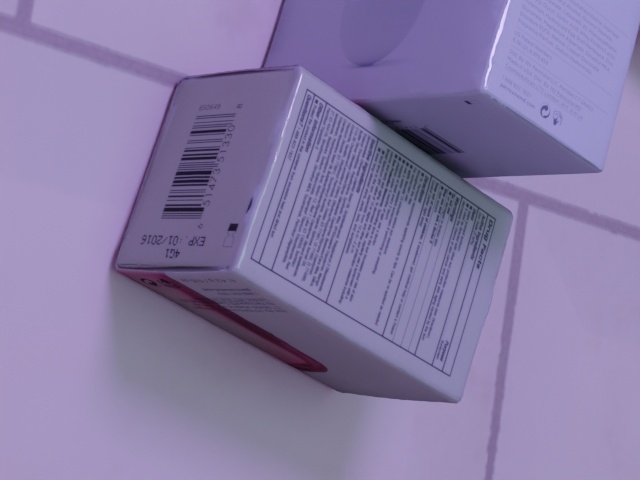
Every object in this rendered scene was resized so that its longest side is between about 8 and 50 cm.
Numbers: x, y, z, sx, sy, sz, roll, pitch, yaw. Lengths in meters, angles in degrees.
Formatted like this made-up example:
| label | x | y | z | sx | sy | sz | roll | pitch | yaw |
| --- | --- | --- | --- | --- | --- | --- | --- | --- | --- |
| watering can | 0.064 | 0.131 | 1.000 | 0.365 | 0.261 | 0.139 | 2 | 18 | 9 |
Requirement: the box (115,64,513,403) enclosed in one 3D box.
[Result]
| label | x | y | z | sx | sy | sz | roll | pitch | yaw |
| --- | --- | --- | --- | --- | --- | --- | --- | --- | --- |
| box | 0.000 | 0.000 | 1.324 | 0.232 | 0.127 | 0.149 | 32 | 68 | -39 |

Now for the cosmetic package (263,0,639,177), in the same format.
| label | x | y | z | sx | sy | sz | roll | pitch | yaw |
| --- | --- | --- | --- | --- | --- | --- | --- | --- | --- |
| cosmetic package | 0.098 | -0.169 | 1.351 | 0.138 | 0.224 | 0.225 | 28 | 71 | -40 |
